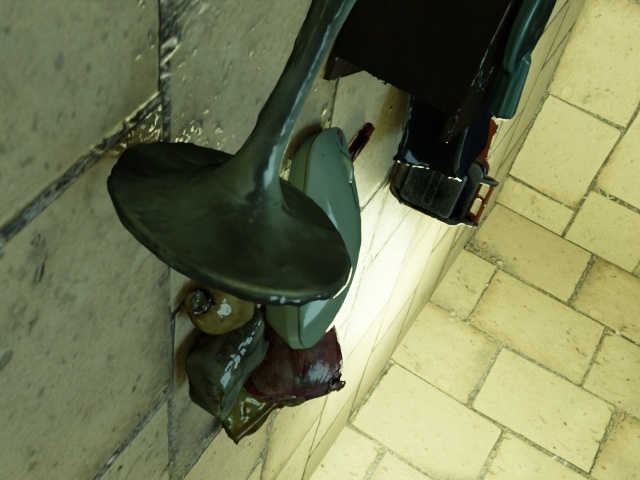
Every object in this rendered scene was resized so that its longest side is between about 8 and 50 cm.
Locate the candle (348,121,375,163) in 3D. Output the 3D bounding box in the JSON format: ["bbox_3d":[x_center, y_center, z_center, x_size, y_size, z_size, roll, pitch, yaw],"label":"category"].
[{"bbox_3d":[0.031,-0.105,1.238,0.167,0.021,0.026,-56,-174,-21],"label":"candle"}]

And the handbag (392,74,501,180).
[{"bbox_3d":[0.240,-0.274,1.386,0.329,0.122,0.303,-39,146,-61],"label":"handbag"}]

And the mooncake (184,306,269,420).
[{"bbox_3d":[-0.120,0.145,1.095,0.125,0.073,0.130,-55,166,-33],"label":"mooncake"}]

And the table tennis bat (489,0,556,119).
[{"bbox_3d":[0.232,-0.223,0.981,0.124,0.033,0.201,-46,156,-40],"label":"table tennis bat"}]

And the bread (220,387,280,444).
[{"bbox_3d":[-0.079,0.231,1.416,0.232,0.088,0.128,-51,156,-18],"label":"bread"}]

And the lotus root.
[{"bbox_3d":[-0.112,0.075,1.006,0.152,0.063,0.072,-6,115,-69],"label":"lotus root"}]

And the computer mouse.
[{"bbox_3d":[0.006,0.002,1.099,0.159,0.097,0.288,-31,136,-67],"label":"computer mouse"}]

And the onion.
[{"bbox_3d":[-0.046,0.141,1.245,0.159,0.159,0.195,84,2,-68],"label":"onion"}]

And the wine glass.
[{"bbox_3d":[0.013,-0.170,0.577,0.406,0.267,0.267,-62,167,25],"label":"wine glass"}]

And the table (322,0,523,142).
[{"bbox_3d":[0.138,-0.250,1.005,0.172,0.169,0.193,-36,152,-60],"label":"table"}]

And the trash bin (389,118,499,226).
[{"bbox_3d":[0.261,-0.153,1.658,0.238,0.184,0.161,-53,166,-49],"label":"trash bin"}]
